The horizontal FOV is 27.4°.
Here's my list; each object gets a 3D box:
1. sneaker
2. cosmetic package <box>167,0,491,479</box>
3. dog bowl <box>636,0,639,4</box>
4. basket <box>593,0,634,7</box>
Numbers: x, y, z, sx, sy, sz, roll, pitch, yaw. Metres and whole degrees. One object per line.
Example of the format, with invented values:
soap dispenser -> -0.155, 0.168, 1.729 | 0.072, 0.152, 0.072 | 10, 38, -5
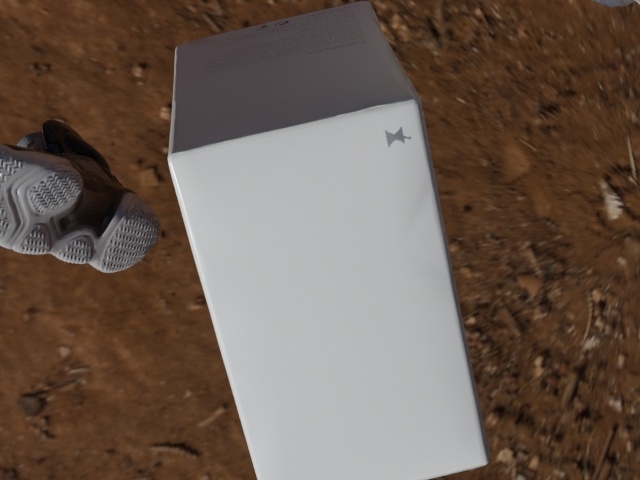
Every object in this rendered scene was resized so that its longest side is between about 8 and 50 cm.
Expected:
sneaker -> -0.284, -0.059, 1.314 | 0.101, 0.268, 0.153 | -50, 58, 8
cosmetic package -> 0.000, 0.000, 0.790 | 0.138, 0.224, 0.224 | -14, 113, -1
dog bowl -> 0.157, -0.095, 0.166 | 0.102, 0.349, 0.348 | 14, 95, -10
basket -> 0.140, -0.200, 0.708 | 0.113, 0.167, 0.103 | 19, 92, 4
